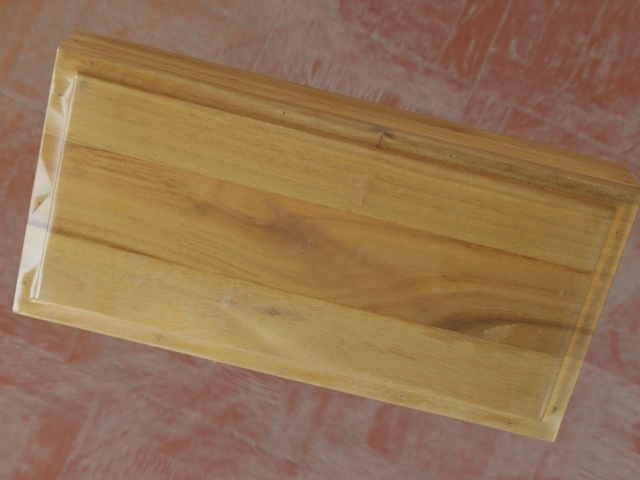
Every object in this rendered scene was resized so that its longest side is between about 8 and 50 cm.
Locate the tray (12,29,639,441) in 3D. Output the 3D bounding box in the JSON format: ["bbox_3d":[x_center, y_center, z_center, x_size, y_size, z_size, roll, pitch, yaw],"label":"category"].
[{"bbox_3d":[0.000,0.000,0.863,0.410,0.076,0.203,13,110,-4],"label":"tray"}]
